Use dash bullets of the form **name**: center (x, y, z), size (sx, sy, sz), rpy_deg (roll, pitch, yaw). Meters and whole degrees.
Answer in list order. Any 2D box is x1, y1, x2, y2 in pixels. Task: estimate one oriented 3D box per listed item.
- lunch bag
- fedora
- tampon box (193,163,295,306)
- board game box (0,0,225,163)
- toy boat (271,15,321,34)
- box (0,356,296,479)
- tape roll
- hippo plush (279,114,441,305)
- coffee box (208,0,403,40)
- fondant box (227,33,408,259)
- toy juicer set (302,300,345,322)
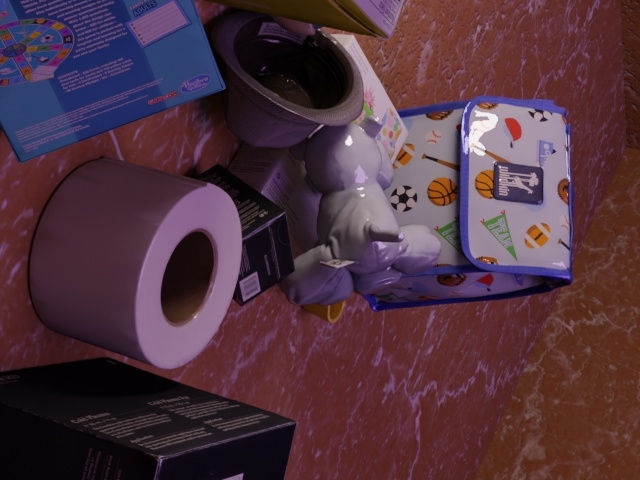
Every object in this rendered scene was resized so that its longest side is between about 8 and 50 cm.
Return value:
- **lunch bag**: center (0.244, -0.066, 2.361), size (0.239, 0.385, 0.328), rpy_deg (40, 49, -64)
- **fedora**: center (-0.064, -0.218, 1.974), size (0.124, 0.243, 0.275), rpy_deg (-56, -175, 34)
- **tampon box**: center (-0.130, -0.010, 1.950), size (0.101, 0.161, 0.120), rpy_deg (-33, 137, -25)
- **board game box**: center (-0.269, -0.260, 1.459), size (0.336, 0.253, 0.079), rpy_deg (73, -4, -49)
- **toy boat**: center (-0.020, -0.449, 1.907), size (0.267, 0.148, 0.318), rpy_deg (-87, 169, -65)
- **box**: center (-0.254, 0.283, 1.708), size (0.343, 0.312, 0.179), rpy_deg (0, 104, -64)
- **tape roll**: center (-0.235, 0.028, 1.768), size (0.246, 0.169, 0.246), rpy_deg (-41, 138, -50)
- **hippo plush**: center (0.023, -0.048, 2.034), size (0.294, 0.234, 0.237), rpy_deg (22, 47, -69)
- **coffee box**: center (-0.068, -0.472, 1.627), size (0.338, 0.337, 0.334), rpy_deg (28, 79, -66)
- **fondant box**: center (-0.003, -0.131, 2.187), size (0.330, 0.096, 0.238), rpy_deg (-60, 138, -26)
- **toy juicer set**: center (0.000, 0.000, 2.334), size (0.209, 0.089, 0.329), rpy_deg (-68, 154, -14)
